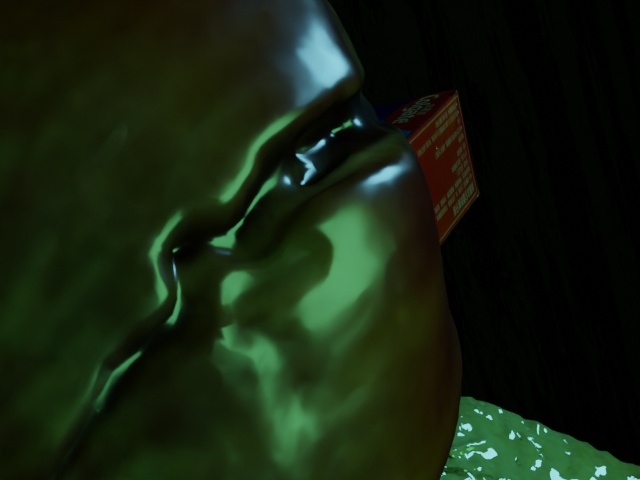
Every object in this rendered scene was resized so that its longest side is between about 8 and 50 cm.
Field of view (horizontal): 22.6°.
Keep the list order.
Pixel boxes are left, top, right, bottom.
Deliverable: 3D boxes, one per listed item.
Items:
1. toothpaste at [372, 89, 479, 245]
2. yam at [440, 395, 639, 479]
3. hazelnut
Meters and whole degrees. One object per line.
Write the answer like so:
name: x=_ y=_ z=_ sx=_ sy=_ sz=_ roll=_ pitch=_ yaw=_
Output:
toothpaste: x=-0.001 y=0.000 z=0.726 sx=0.320 sy=0.076 sz=0.066 roll=-43 pitch=122 yaw=-65
yam: x=0.027 y=0.177 z=0.576 sx=0.271 sy=0.202 sz=0.201 roll=-66 pitch=-177 yaw=-55
hazelnut: x=-0.050 y=0.019 z=0.438 sx=0.212 sy=0.181 sz=0.181 roll=55 pitch=4 yaw=-5
